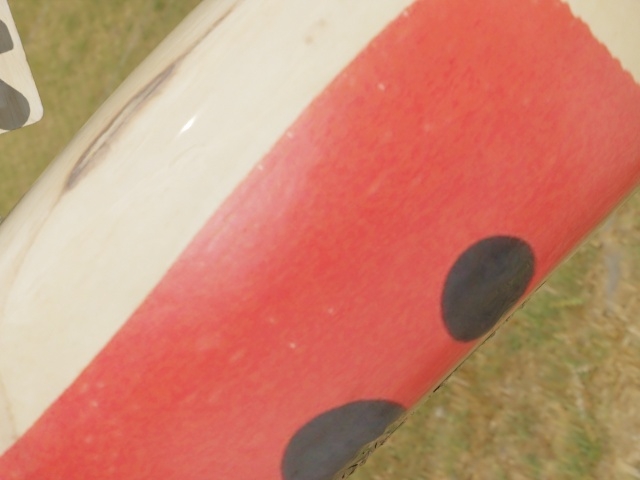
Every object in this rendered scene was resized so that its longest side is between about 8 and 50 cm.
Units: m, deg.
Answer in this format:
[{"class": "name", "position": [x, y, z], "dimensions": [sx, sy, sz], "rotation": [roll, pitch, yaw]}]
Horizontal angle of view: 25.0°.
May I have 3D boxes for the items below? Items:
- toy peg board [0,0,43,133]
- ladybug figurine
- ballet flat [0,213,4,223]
[{"class": "toy peg board", "position": [-0.219, -0.098, 0.616], "dimensions": [0.161, 0.161, 0.079], "rotation": [-18, 17, -6]}, {"class": "ladybug figurine", "position": [0.000, 0.000, 0.616], "dimensions": [0.449, 0.162, 0.305], "rotation": [-45, -8, 7]}, {"class": "ballet flat", "position": [-0.229, 0.035, 0.887], "dimensions": [0.182, 0.483, 0.164], "rotation": [37, 77, 17]}]
